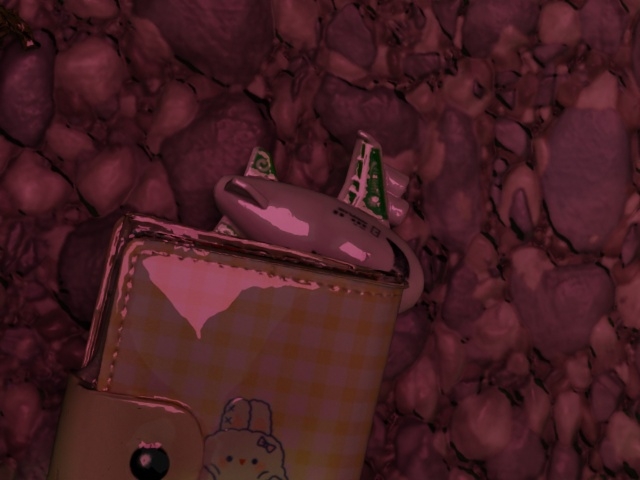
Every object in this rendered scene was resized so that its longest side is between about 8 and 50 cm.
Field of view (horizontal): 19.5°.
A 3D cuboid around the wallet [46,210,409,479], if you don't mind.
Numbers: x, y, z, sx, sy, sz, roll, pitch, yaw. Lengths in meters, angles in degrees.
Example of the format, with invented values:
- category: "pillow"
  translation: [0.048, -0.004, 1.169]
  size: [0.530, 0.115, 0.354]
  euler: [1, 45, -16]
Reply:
- category: "wallet"
  translation: [-0.073, 0.152, 1.290]
  size: [0.223, 0.077, 0.309]
  euler: [12, 95, -13]

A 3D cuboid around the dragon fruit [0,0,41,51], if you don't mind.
- category: "dragon fruit"
  translation: [-0.296, -0.127, 1.276]
  size: [0.236, 0.135, 0.137]
  euler: [4, 105, -48]

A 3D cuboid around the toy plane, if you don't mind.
- category: "toy plane"
  translation: [-0.001, 0.001, 1.356]
  size: [0.174, 0.080, 0.174]
  euler: [2, 83, -16]
